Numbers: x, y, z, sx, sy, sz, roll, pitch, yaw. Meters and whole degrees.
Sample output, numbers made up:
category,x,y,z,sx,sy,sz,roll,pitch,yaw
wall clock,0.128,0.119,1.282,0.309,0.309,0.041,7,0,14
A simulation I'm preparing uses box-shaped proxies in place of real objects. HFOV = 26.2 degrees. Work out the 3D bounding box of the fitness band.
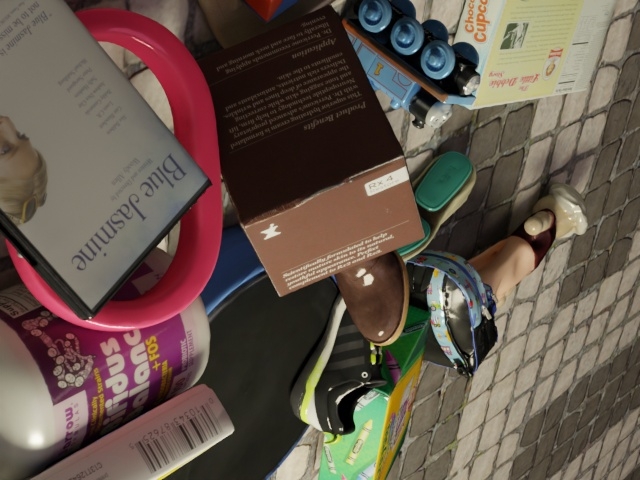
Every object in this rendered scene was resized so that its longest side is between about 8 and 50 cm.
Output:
category,x,y,z,sx,sy,sz,roll,pitch,yaw
fitness band,-0.188,-0.063,1.240,0.209,0.054,0.290,-1,86,-38

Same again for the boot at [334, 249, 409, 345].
category,x,y,z,sx,sy,sz,roll,pitch,yaw
boot,0.000,0.000,1.560,0.207,0.090,0.248,5,68,-53

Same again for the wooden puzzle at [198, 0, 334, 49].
category,x,y,z,sx,sy,sz,roll,pitch,yaw
wooden puzzle,0.002,-0.361,1.285,0.322,0.080,0.348,-37,144,-9

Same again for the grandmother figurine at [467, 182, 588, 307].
category,x,y,z,sx,sy,sz,roll,pitch,yaw
grandmother figurine,0.301,0.020,2.106,0.342,0.104,0.208,-41,172,-34

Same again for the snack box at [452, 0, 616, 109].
category,x,y,z,sx,sy,sz,roll,pitch,yaw
snack box,0.293,-0.285,1.863,0.322,0.060,0.187,-14,127,-50

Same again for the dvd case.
category,x,y,z,sx,sy,sz,roll,pitch,yaw
dvd case,-0.223,-0.082,1.165,0.253,0.022,0.180,52,57,-22

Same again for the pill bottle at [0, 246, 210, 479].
category,x,y,z,sx,sy,sz,roll,pitch,yaw
pill bottle,-0.261,0.121,1.288,0.302,0.169,0.169,-27,136,-43

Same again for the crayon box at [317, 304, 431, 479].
category,x,y,z,sx,sy,sz,roll,pitch,yaw
crayon box,0.070,0.232,1.881,0.278,0.081,0.165,97,18,-44

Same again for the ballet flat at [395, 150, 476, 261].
category,x,y,z,sx,sy,sz,roll,pitch,yaw
ballet flat,0.121,-0.025,1.822,0.248,0.086,0.086,-39,143,-33

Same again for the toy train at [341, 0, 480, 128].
category,x,y,z,sx,sy,sz,roll,pitch,yaw
toy train,0.095,-0.200,1.534,0.080,0.184,0.105,-8,133,-54

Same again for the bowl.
category,x,y,z,sx,sy,sz,roll,pitch,yaw
bowl,-0.110,0.167,1.639,0.391,0.077,0.391,-36,141,-35

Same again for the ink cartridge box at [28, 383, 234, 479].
category,x,y,z,sx,sy,sz,roll,pitch,yaw
ink cartridge box,-0.274,0.272,1.334,0.304,0.072,0.307,-29,172,-40

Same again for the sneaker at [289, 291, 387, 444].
category,x,y,z,sx,sy,sz,roll,pitch,yaw
sneaker,0.053,0.139,1.683,0.084,0.097,0.234,14,104,-59

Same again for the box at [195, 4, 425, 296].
category,x,y,z,sx,sy,sz,roll,pitch,yaw
box,-0.016,-0.089,1.376,0.169,0.203,0.167,-22,151,0

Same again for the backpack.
category,x,y,z,sx,sy,sz,roll,pitch,yaw
backpack,0.163,0.083,1.904,0.117,0.158,0.173,-44,135,-39
